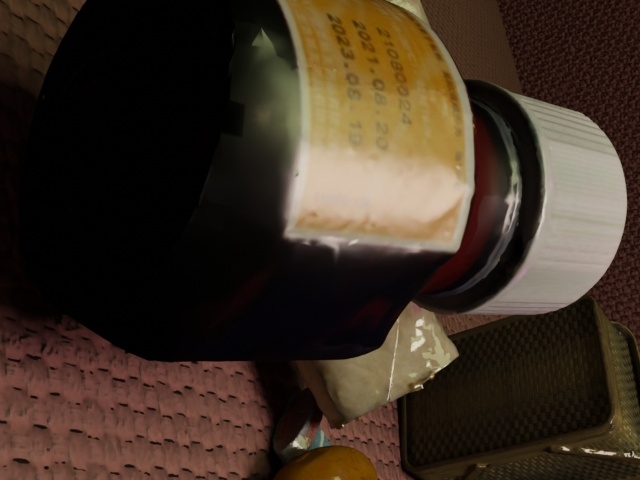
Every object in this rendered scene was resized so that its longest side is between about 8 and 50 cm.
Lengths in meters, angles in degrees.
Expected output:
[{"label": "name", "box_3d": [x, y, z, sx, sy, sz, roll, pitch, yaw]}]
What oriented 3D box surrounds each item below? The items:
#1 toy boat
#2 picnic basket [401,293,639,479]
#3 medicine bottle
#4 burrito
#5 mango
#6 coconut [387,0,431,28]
[{"label": "toy boat", "box_3d": [0.003, 0.196, 0.831, 0.122, 0.034, 0.096, 64, 27, -24]}, {"label": "picnic basket", "box_3d": [0.222, 0.185, 1.079, 0.139, 0.266, 0.165, 42, 38, -40]}, {"label": "medicine bottle", "box_3d": [0.025, -0.032, 0.657, 0.395, 0.242, 0.243, 11, 60, -43]}, {"label": "burrito", "box_3d": [0.004, -0.002, 0.833, 0.105, 0.143, 0.299, 122, -53, -79]}, {"label": "mango", "box_3d": [0.004, 0.200, 0.761, 0.114, 0.060, 0.080, -8, 84, -42]}, {"label": "coconut", "box_3d": [0.037, -0.221, 1.088, 0.183, 0.170, 0.171, 53, 27, -40]}]
